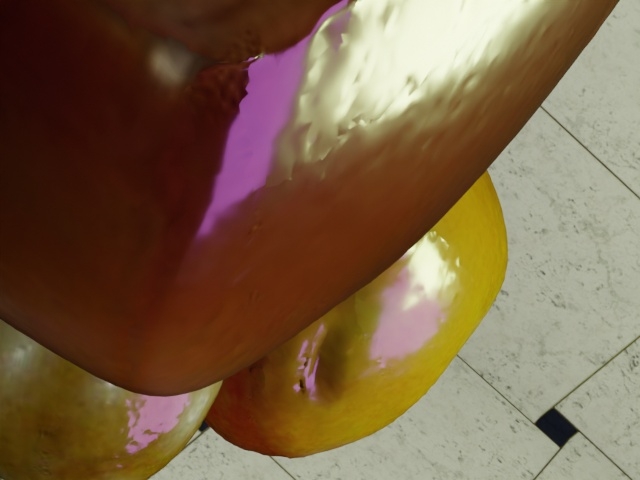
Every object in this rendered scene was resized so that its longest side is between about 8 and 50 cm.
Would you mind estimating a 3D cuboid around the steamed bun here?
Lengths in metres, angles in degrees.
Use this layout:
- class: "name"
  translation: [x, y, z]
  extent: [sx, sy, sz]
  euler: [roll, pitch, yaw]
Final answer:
- class: "steamed bun"
  translation: [-0.013, -0.128, 0.526]
  extent: [0.379, 0.235, 0.248]
  euler: [-51, 173, -28]

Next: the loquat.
- class: "loquat"
  translation: [-0.146, 0.060, 1.118]
  extent: [0.227, 0.179, 0.179]
  euler: [-61, 177, -7]

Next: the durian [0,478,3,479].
- class: "durian"
  translation: [-0.262, 0.168, 1.413]
  extent: [0.110, 0.071, 0.140]
  euler: [-57, 164, -16]

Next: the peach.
- class: "peach"
  translation: [-0.002, -0.002, 1.360]
  extent: [0.373, 0.290, 0.373]
  euler: [-53, 172, -11]
